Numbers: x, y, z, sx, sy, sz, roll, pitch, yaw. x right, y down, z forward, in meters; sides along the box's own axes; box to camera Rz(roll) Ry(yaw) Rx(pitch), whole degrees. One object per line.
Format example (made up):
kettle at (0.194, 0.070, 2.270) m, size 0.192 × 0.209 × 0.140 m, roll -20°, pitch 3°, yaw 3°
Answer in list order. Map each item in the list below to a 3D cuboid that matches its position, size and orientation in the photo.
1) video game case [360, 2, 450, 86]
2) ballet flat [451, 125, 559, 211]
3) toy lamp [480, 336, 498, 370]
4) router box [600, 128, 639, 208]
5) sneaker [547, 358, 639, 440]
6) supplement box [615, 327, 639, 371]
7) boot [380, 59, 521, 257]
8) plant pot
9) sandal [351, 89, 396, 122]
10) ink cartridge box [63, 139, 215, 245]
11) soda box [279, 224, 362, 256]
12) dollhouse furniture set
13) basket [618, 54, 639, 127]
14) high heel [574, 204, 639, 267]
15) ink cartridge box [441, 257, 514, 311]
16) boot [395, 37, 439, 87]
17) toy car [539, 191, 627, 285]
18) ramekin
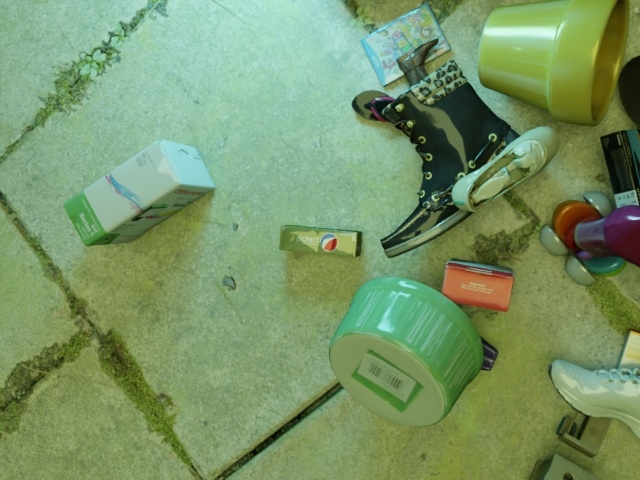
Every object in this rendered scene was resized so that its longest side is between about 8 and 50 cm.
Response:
video game case at (0.187, -0.433, 1.554) m, size 0.166 × 0.015 × 0.119 m, roll -27°, pitch 85°, yaw 14°
ballet flat at (0.371, -0.137, 1.368) m, size 0.248 × 0.086 × 0.086 m, roll -36°, pitch 83°, yaw 2°
toy lamp at (0.249, 0.205, 1.526) m, size 0.274 × 0.080 × 0.080 m, roll 22°, pitch 97°, yaw 13°
router box at (0.618, -0.128, 1.389) m, size 0.046 × 0.133 × 0.179 m, roll -15°, pitch 89°, yaw 43°
sneaker at (0.604, 0.302, 1.407) m, size 0.297 × 0.111 × 0.129 m, roll 23°, pitch 118°, yaw 4°
supplement box at (0.652, 0.238, 1.442) m, size 0.062 × 0.036 × 0.099 m, roll 17°, pitch 96°, yaw 14°
boot at (0.226, -0.168, 1.473) m, size 0.377 × 0.138 × 0.284 m, roll -37°, pitch 90°, yaw 9°
plant pot at (0.451, -0.369, 1.382) m, size 0.238 × 0.254 × 0.254 m, roll 17°, pitch 96°, yaw 29°
sandal at (0.153, -0.288, 1.554) m, size 0.179 × 0.040 × 0.067 m, roll 22°, pitch 97°, yaw 13°
ink cartridge box at (-0.412, -0.105, 1.625) m, size 0.278 × 0.201 × 0.117 m, roll -31°, pitch 85°, yaw 13°
soda box at (0.000, 0.000, 1.593) m, size 0.181 × 0.061 × 0.058 m, roll 5°, pitch 94°, yaw 15°
dollhouse furniture set at (0.538, 0.458, 1.454) m, size 0.128 × 0.129 × 0.184 m, roll 29°, pitch 69°, yaw 11°
basket at (0.685, -0.300, 1.302) m, size 0.154 × 0.227 × 0.204 m, roll -38°, pitch 82°, yaw -2°
high heel at (0.669, 0.024, 1.287) m, size 0.377 × 0.181 × 0.127 m, roll 9°, pitch 81°, yaw -20°
ink cartridge box at (0.320, 0.089, 1.424) m, size 0.134 × 0.231 × 0.078 m, roll 10°, pitch 94°, yaw 15°
boot at (0.233, -0.367, 1.523) m, size 0.106 × 0.037 × 0.114 m, roll -27°, pitch 97°, yaw 22°
toy car at (0.544, -0.004, 1.411) m, size 0.159 × 0.136 × 0.182 m, roll -41°, pitch 82°, yaw 12°
ramekin at (0.164, 0.237, 1.431) m, size 0.303 × 0.148 × 0.304 m, roll 22°, pitch 138°, yaw 22°
